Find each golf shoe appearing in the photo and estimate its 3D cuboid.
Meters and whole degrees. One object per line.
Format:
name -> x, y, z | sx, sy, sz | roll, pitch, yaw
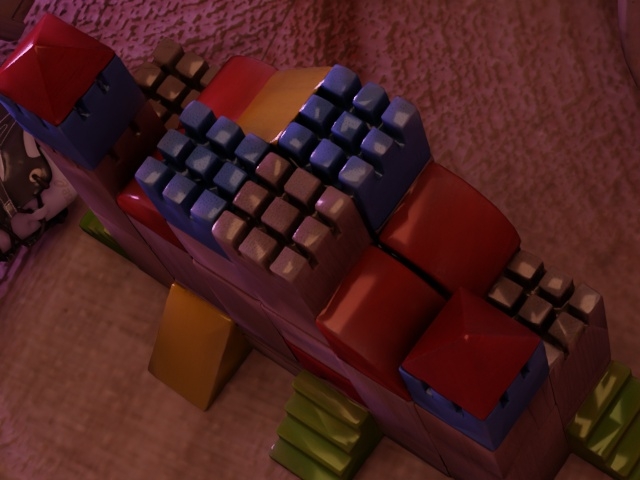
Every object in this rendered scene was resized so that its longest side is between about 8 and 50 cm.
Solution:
golf shoe -> -0.200, -0.019, 0.982 | 0.093, 0.077, 0.198 | 5, 63, 8

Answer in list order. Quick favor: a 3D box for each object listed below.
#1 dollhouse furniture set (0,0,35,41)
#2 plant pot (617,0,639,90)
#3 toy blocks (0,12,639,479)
dollhouse furniture set -> -0.300, -0.346, 1.004 | 0.394, 0.362, 0.256 | 40, 104, 22
plant pot -> 0.244, -0.273, 0.887 | 0.333, 0.334, 0.305 | -28, 52, 0
toy blocks -> 0.000, 0.000, 0.830 | 0.381, 0.261, 0.191 | 32, 77, 23
